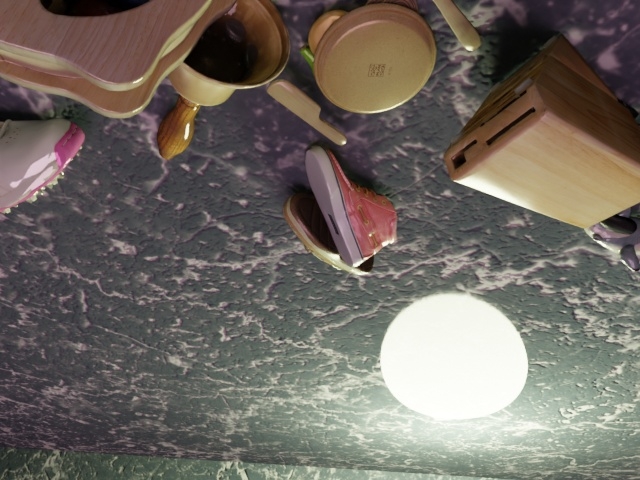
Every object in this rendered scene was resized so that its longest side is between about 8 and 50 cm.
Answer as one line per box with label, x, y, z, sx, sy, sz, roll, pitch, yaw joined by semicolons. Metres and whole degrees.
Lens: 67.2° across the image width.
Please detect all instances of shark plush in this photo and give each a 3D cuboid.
shark plush;0.390;-0.032;0.648;0.161;0.073;0.067;35;117;-5

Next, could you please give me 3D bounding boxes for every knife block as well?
knife block;0.257;-0.063;0.454;0.242;0.275;0.088;47;133;-3

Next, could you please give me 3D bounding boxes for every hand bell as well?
hand bell;-0.138;-0.149;0.515;0.126;0.126;0.242;21;152;-20

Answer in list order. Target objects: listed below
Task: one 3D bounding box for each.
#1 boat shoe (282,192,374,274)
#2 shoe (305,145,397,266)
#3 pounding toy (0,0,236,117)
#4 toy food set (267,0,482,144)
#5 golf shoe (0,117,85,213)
boat shoe;0.000;0.000;0.708;0.072;0.068;0.190;-7;142;40
shoe;0.044;-0.054;0.635;0.081;0.063;0.178;-29;119;-14
pounding toy;-0.118;-0.220;0.304;0.154;0.269;0.155;38;165;-16
toy food set;0.051;-0.185;0.483;0.192;0.038;0.132;-30;138;30
golf shoe;-0.432;-0.103;0.586;0.306;0.115;0.140;-13;136;21
